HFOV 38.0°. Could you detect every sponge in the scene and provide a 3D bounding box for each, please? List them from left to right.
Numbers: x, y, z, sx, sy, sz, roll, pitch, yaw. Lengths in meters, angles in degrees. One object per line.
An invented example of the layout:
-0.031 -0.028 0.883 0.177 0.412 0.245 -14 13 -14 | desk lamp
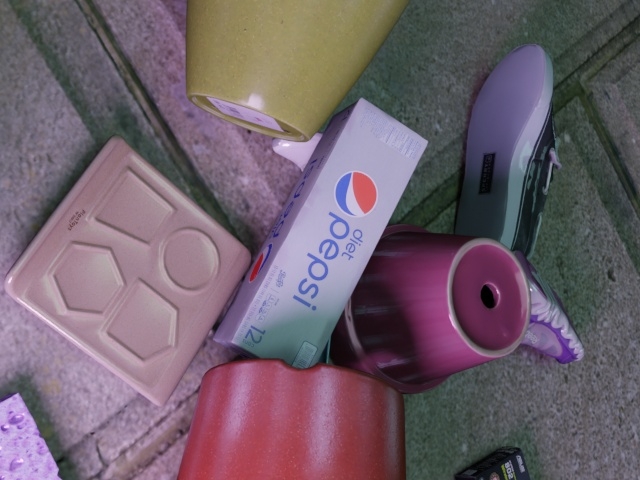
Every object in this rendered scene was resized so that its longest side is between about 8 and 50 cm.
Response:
-0.270 0.254 0.814 0.117 0.031 0.210 -31 100 -36 | sponge

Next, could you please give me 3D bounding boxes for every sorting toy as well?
-0.183 0.030 0.919 0.208 0.038 0.193 45 59 -27 | sorting toy

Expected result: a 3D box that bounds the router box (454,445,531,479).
0.226 0.332 1.161 0.092 0.038 0.123 -19 93 -38 | router box

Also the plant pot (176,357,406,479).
-0.029 0.264 0.862 0.272 0.272 0.265 23 61 -31 | plant pot

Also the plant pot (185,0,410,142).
-0.028 -0.262 0.968 0.274 0.274 0.294 21 87 -32 | plant pot

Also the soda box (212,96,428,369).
0.000 0.000 0.971 0.091 0.098 0.286 30 77 -13 | soda box

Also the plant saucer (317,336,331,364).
-0.017 0.068 1.025 0.067 0.018 0.192 7 75 -1 | plant saucer

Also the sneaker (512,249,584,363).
0.261 0.103 1.202 0.236 0.104 0.095 41 21 -46 | sneaker

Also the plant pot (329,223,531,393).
0.127 0.072 1.046 0.201 0.180 0.202 7 77 -34 | plant pot

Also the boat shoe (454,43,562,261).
0.262 -0.101 1.221 0.104 0.113 0.307 22 72 -39 | boat shoe

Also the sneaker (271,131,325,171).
0.010 -0.083 1.067 0.152 0.053 0.061 17 75 -34 | sneaker
